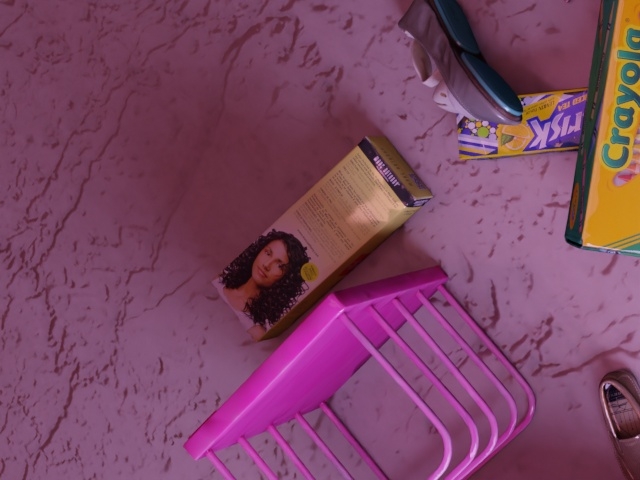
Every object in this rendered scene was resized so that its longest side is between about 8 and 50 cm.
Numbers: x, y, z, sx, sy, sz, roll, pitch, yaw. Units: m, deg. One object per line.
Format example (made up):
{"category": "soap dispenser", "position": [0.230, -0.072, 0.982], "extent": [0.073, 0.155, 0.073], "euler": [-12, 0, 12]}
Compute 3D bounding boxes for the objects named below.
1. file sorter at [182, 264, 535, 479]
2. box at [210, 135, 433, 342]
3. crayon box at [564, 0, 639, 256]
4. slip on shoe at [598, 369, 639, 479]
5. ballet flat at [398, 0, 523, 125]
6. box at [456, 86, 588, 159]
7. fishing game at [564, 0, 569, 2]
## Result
{"category": "file sorter", "position": [0.055, 0.167, 1.501], "extent": [0.202, 0.290, 0.182], "euler": [-46, 77, 19]}
{"category": "box", "position": [0.000, 0.000, 1.644], "extent": [0.232, 0.058, 0.087], "euler": [-43, 75, 19]}
{"category": "crayon box", "position": [0.325, -0.121, 1.444], "extent": [0.165, 0.081, 0.278], "euler": [8, 94, -3]}
{"category": "slip on shoe", "position": [0.298, 0.189, 1.525], "extent": [0.051, 0.041, 0.135], "euler": [-20, 84, 23]}
{"category": "ballet flat", "position": [0.130, -0.160, 1.539], "extent": [0.068, 0.072, 0.213], "euler": [-48, 40, 23]}
{"category": "box", "position": [0.217, -0.112, 1.544], "extent": [0.169, 0.054, 0.059], "euler": [-4, 91, 25]}
{"category": "fishing game", "position": [0.188, -0.343, 1.481], "extent": [0.264, 0.041, 0.189], "euler": [36, 110, -20]}
